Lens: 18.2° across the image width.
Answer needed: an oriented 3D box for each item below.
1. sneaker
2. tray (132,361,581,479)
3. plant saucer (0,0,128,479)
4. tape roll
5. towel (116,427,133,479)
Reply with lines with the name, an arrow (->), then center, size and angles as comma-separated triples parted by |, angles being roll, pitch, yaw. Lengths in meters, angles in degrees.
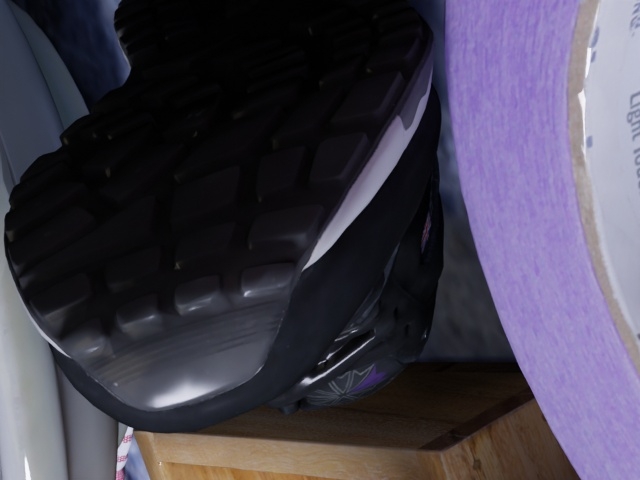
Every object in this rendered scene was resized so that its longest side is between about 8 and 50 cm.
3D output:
sneaker -> 0.000, 0.000, 0.546 | 0.283, 0.107, 0.124 | -80, -31, -68
tray -> 0.078, 0.244, 0.718 | 0.203, 0.076, 0.411 | -5, 107, 58
plant saucer -> -0.166, 0.008, 0.820 | 0.400, 0.100, 0.400 | 31, 128, 50
tape roll -> 0.148, -0.010, 0.412 | 0.275, 0.090, 0.275 | 36, 139, 40
towel -> -0.131, 0.016, 0.911 | 0.144, 0.029, 0.197 | 45, 144, 28
